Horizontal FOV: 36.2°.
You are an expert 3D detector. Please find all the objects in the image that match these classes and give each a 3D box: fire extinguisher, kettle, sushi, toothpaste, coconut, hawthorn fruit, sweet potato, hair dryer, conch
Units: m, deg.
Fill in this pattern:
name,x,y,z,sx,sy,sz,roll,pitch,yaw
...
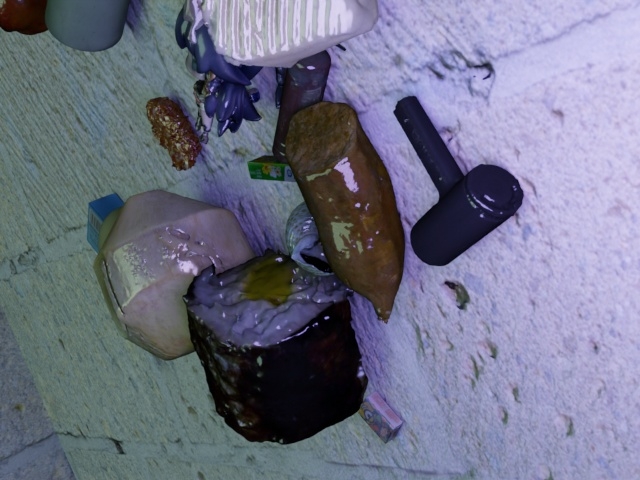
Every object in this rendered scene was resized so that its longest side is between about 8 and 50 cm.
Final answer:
name,x,y,z,sx,sy,sz,roll,pitch,yaw
fire extinguisher,-0.019,-0.246,1.640,0.089,0.072,0.267,18,133,4
kettle,-0.465,-0.550,1.986,0.255,0.165,0.240,117,149,-50
sushi,-0.075,0.194,1.794,0.299,0.281,0.294,19,131,35
toothpaste,-0.067,-0.132,1.796,0.178,0.043,0.037,8,114,52
coconut,-0.289,0.056,1.983,0.353,0.353,0.352,32,134,40
hawthorn fruit,-0.674,-0.597,2.197,0.224,0.224,0.261,40,119,33
sweet potato,0.055,-0.044,1.603,0.158,0.158,0.369,1,118,54
hair dryer,0.179,-0.105,1.460,0.251,0.089,0.197,66,150,16
conch,-0.001,0.001,1.713,0.135,0.153,0.102,27,151,-3

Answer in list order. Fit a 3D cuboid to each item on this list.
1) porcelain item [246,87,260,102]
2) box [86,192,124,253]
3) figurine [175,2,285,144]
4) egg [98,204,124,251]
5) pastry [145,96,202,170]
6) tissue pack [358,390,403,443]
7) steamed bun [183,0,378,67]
name,x,y,z,sx,sy,sz,roll,pitch,yaw
porcelain item,-0.160,-0.268,1.856,0.136,0.021,0.075,31,138,41
box,-0.489,0.012,2.434,0.232,0.083,0.142,45,141,25
figurine,-0.161,-0.304,1.685,0.175,0.197,0.265,43,161,28
egg,-0.401,0.030,2.229,0.241,0.186,0.186,55,146,6
pastry,-0.300,-0.227,2.043,0.087,0.063,0.169,-31,88,51
tissue pack,0.114,0.336,1.854,0.083,0.035,0.063,47,142,22
steamed bun,-0.054,-0.413,1.451,0.272,0.274,0.290,-85,-8,-67
